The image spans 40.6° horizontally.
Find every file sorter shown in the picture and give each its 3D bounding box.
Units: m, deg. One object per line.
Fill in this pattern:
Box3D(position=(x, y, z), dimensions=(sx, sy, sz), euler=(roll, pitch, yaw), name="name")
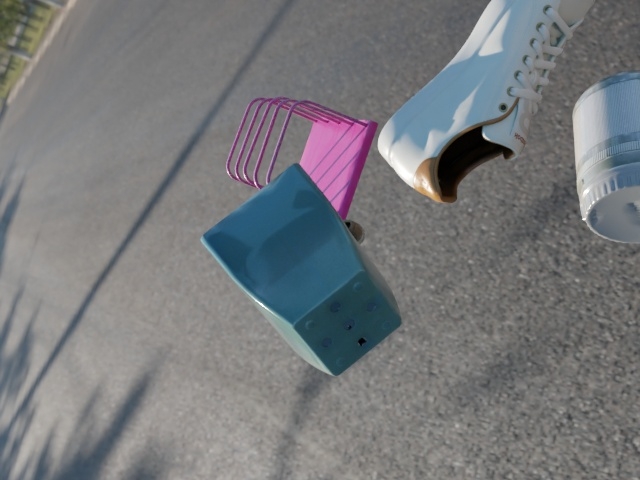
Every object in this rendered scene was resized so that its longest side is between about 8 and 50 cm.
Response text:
Box3D(position=(-0.052, -0.175, 1.739), dimensions=(0.291, 0.182, 0.202), euler=(23, 94, 67), name="file sorter")

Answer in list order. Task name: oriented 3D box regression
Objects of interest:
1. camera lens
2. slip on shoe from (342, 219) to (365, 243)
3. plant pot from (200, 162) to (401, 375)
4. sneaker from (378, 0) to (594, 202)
Box3D(position=(0.588, -0.161, 1.611), dimensions=(0.219, 0.219, 0.274), euler=(-40, 36, 50), name="camera lens")
Box3D(position=(0.000, 0.000, 1.328), dimensions=(0.135, 0.041, 0.051), euler=(-13, 61, 22), name="slip on shoe")
Box3D(position=(-0.009, 0.048, 1.085), dimensions=(0.166, 0.165, 0.234), euler=(-39, 34, -3), name="plant pot")
Box3D(position=(0.194, -0.154, 0.856), dimensions=(0.290, 0.106, 0.123), euler=(-49, 52, 16), name="sneaker")
